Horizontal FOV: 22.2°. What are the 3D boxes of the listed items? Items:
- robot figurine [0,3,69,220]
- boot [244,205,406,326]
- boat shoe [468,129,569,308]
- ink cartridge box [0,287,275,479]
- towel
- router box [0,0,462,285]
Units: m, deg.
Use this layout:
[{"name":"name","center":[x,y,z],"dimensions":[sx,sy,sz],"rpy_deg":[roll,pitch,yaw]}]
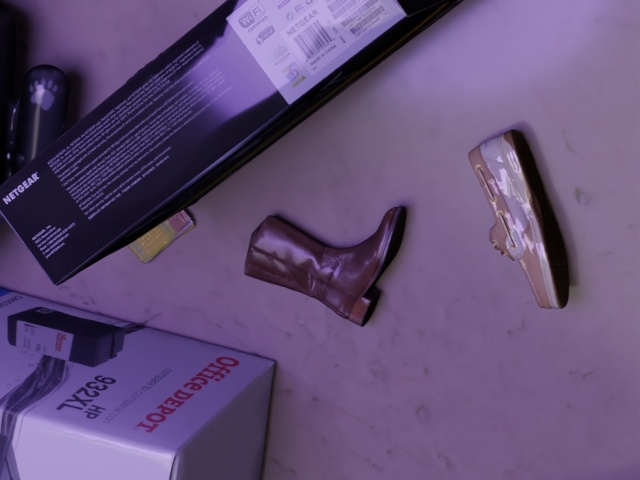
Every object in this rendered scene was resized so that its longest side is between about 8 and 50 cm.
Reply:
[{"name":"robot figurine","center":[-0.323,-0.102,1.258],"dimensions":[0.209,0.173,0.278],"rpy_deg":[19,111,37]},{"name":"boot","center":[0.000,0.000,1.251],"dimensions":[0.114,0.037,0.106],"rpy_deg":[27,108,15]},{"name":"boat shoe","center":[0.146,-0.012,1.194],"dimensions":[0.045,0.050,0.135],"rpy_deg":[-18,88,24]},{"name":"ink cartridge box","center":[-0.216,0.143,1.254],"dimensions":[0.307,0.223,0.129],"rpy_deg":[14,107,14]},{"name":"towel","center":[-0.145,-0.028,1.303],"dimensions":[0.060,0.009,0.083],"rpy_deg":[-40,88,23]},{"name":"router box","center":[-0.048,-0.109,1.125],"dimensions":[0.309,0.243,0.081],"rpy_deg":[-36,91,22]}]
